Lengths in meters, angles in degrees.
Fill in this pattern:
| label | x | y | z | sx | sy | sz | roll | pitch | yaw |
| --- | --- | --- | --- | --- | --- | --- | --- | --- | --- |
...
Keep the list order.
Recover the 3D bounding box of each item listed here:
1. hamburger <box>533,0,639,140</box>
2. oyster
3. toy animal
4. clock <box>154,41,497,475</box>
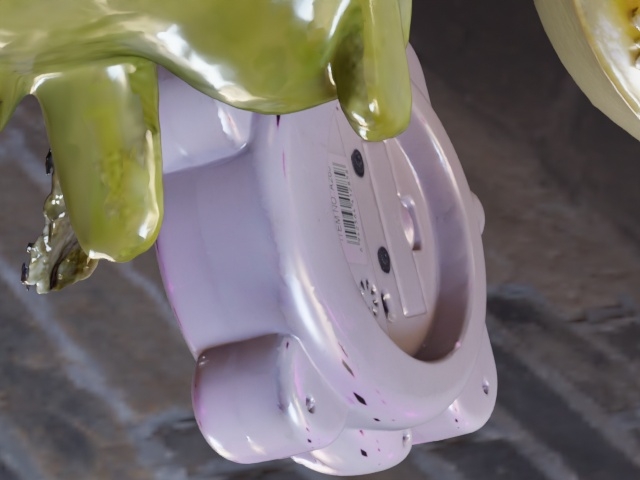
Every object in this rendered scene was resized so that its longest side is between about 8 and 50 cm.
| label | x | y | z | sx | sy | sz | roll | pitch | yaw |
| --- | --- | --- | --- | --- | --- | --- | --- | --- | --- |
| hamburger | 0.237 | -0.156 | 0.849 | 0.176 | 0.300 | 0.300 | -154 | 68 | -67 |
| oyster | -0.127 | -0.080 | 1.408 | 0.094 | 0.166 | 0.294 | 25 | 80 | 5 |
| toy animal | -0.139 | -0.080 | 0.700 | 0.363 | 0.181 | 0.180 | -25 | 54 | 18 |
| clock | 0.000 | 0.000 | 1.176 | 0.113 | 0.322 | 0.295 | -15 | 87 | 24 |
